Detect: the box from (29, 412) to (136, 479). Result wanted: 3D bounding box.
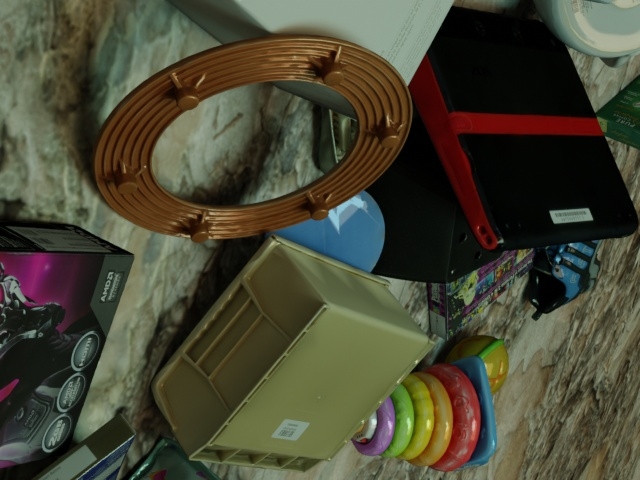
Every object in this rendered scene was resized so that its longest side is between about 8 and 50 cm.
[{"bbox_3d":[-0.278,0.276,1.188,0.136,0.036,0.225,-36,167,-31],"label":"box"}]

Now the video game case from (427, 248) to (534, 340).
[{"bbox_3d":[0.256,0.014,1.713,0.232,0.042,0.210,-36,135,-31],"label":"video game case"}]

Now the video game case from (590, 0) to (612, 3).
[{"bbox_3d":[0.272,-0.436,1.241,0.036,0.329,0.300,14,101,-31],"label":"video game case"}]

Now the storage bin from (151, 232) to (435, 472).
[{"bbox_3d":[-0.032,0.156,1.348,0.260,0.123,0.262,-50,145,13],"label":"storage bin"}]

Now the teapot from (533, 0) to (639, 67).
[{"bbox_3d":[0.398,-0.390,1.533,0.252,0.187,0.256,17,115,-25],"label":"teapot"}]

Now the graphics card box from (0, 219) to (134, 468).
[{"bbox_3d":[-0.338,0.098,0.965,0.371,0.094,0.233,5,107,-65],"label":"graphics card box"}]

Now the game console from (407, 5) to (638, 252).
[{"bbox_3d":[0.261,-0.150,1.437,0.386,0.060,0.342,-6,72,-48],"label":"game console"}]

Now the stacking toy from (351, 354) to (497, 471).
[{"bbox_3d":[0.101,0.261,1.602,0.301,0.175,0.166,6,69,-33],"label":"stacking toy"}]

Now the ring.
[{"bbox_3d":[-0.064,-0.087,1.117,0.336,0.032,0.337,-12,150,-7],"label":"ring"}]

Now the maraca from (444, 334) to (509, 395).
[{"bbox_3d":[0.254,0.218,1.793,0.127,0.099,0.186,-37,162,-16],"label":"maraca"}]

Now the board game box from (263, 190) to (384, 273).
[{"bbox_3d":[0.000,0.000,1.395,0.168,0.033,0.133,-12,118,-19],"label":"board game box"}]

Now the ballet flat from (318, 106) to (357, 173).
[{"bbox_3d":[0.033,-0.169,1.322,0.072,0.068,0.213,-29,131,-36],"label":"ballet flat"}]

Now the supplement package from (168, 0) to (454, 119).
[{"bbox_3d":[-0.025,-0.269,1.104,0.293,0.177,0.175,32,86,-53],"label":"supplement package"}]

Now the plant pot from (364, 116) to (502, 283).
[{"bbox_3d":[0.152,-0.044,1.456,0.188,0.167,0.187,-23,128,-41],"label":"plant pot"}]

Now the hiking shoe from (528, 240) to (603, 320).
[{"bbox_3d":[0.416,0.001,1.834,0.132,0.113,0.304,-38,136,-30],"label":"hiking shoe"}]

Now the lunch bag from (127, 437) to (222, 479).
[{"bbox_3d":[-0.112,0.393,1.324,0.160,0.262,0.223,-48,139,-19],"label":"lunch bag"}]

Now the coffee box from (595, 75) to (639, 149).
[{"bbox_3d":[0.571,-0.229,1.885,0.184,0.113,0.040,-39,140,-30],"label":"coffee box"}]
